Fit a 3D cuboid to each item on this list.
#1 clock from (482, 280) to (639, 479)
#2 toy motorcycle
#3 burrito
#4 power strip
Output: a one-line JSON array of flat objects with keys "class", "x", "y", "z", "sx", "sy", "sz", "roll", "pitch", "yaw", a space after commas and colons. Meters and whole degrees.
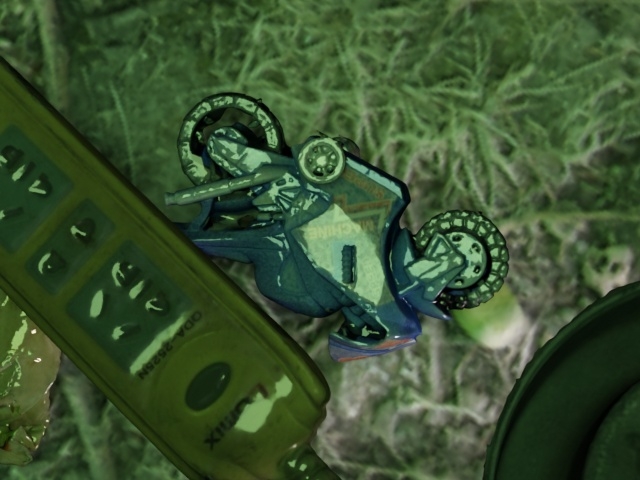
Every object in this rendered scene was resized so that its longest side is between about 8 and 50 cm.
[{"class": "clock", "x": 0.235, "y": 0.159, "z": 1.019, "sx": 0.318, "sy": 0.066, "sz": 0.319, "roll": 3, "pitch": 57, "yaw": -5}, {"class": "toy motorcycle", "x": 0.000, "y": 0.000, "z": 1.120, "sx": 0.205, "sy": 0.076, "sz": 0.114, "roll": 28, "pitch": 97, "yaw": 6}, {"class": "burrito", "x": -0.170, "y": 0.040, "z": 1.140, "sx": 0.058, "sy": 0.045, "sz": 0.188, "roll": 9, "pitch": 85, "yaw": -9}, {"class": "power strip", "x": -0.129, "y": 0.006, "z": 1.083, "sx": 0.387, "sy": 0.066, "sz": 0.092, "roll": 43, "pitch": 93, "yaw": 12}]
